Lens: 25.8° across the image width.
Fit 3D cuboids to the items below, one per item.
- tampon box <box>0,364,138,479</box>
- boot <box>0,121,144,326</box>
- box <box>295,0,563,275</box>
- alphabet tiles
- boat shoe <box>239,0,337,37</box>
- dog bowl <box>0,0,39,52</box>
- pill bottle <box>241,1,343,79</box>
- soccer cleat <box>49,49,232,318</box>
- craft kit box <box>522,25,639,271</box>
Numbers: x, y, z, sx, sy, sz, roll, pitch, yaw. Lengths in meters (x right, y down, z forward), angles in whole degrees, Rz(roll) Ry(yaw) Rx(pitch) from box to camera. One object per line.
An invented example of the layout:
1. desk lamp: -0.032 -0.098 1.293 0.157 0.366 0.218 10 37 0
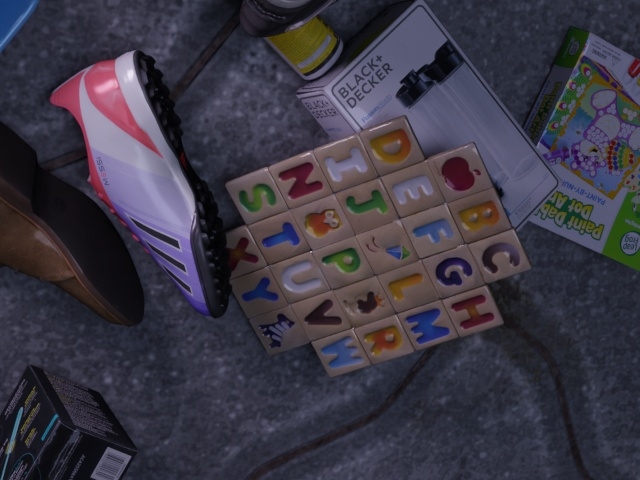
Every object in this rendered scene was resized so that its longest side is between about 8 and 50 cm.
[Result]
1. tampon box: -0.294 0.234 1.556 0.101 0.161 0.120 28 95 -28
2. boot: -0.312 -0.003 1.530 0.115 0.112 0.305 -28 124 20
3. box: 0.129 -0.119 1.634 0.169 0.087 0.290 -44 107 -14
4. alphabet tiles: 0.053 0.016 1.617 0.342 0.011 0.285 -20 113 18
5. boat shoe: 0.022 -0.341 1.543 0.112 0.095 0.335 44 59 2
6. dog bowl: -0.385 -0.214 1.379 0.297 0.074 0.166 -52 154 -2
7. pill bottle: -0.034 -0.241 1.577 0.065 0.065 0.116 -49 119 -3
8. soccer cleat: -0.190 -0.050 1.553 0.116 0.108 0.318 -17 111 9
9. craft kit box: 0.371 -0.112 1.802 0.250 0.061 0.246 22 99 -27
